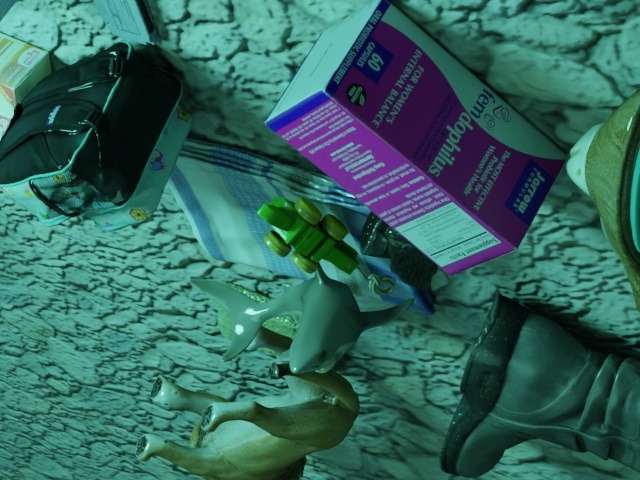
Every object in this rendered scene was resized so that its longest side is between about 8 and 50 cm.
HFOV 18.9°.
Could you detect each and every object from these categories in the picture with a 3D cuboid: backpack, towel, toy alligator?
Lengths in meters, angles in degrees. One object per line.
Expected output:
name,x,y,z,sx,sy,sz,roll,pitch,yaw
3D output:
backpack,-0.228,-0.094,1.889,0.188,0.166,0.144,-8,144,42
towel,-0.058,0.100,2.205,0.148,0.027,0.110,22,151,19
towel,-0.030,-0.013,1.975,0.285,0.034,0.209,15,150,29
toy alligator,0.000,0.000,1.879,0.189,0.056,0.051,31,-163,-39

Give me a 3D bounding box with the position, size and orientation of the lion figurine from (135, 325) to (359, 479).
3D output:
lion figurine,-0.056,0.216,2.243,0.240,0.142,0.392,21,159,-25

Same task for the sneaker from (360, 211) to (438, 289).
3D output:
sneaker,0.096,-0.017,1.815,0.089,0.051,0.170,15,140,-13

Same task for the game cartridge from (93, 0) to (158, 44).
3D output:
game cartridge,-0.187,-0.220,1.804,0.056,0.017,0.083,16,150,22

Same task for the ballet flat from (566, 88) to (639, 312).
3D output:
ballet flat,0.270,-0.028,1.576,0.124,0.116,0.342,35,165,40

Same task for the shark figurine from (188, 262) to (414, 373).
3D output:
shark figurine,-0.021,0.051,1.975,0.116,0.166,0.278,65,162,-15

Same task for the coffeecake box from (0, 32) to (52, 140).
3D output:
coffeecake box,-0.373,-0.160,2.023,0.185,0.068,0.142,22,142,18

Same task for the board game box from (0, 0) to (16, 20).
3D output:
board game box,-0.314,-0.253,1.794,0.020,0.090,0.090,12,147,38

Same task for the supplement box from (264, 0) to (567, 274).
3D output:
supplement box,0.083,-0.086,1.642,0.220,0.111,0.114,39,152,-16

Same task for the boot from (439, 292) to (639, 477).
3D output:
boot,0.248,0.193,1.955,0.222,0.118,0.338,22,157,8
